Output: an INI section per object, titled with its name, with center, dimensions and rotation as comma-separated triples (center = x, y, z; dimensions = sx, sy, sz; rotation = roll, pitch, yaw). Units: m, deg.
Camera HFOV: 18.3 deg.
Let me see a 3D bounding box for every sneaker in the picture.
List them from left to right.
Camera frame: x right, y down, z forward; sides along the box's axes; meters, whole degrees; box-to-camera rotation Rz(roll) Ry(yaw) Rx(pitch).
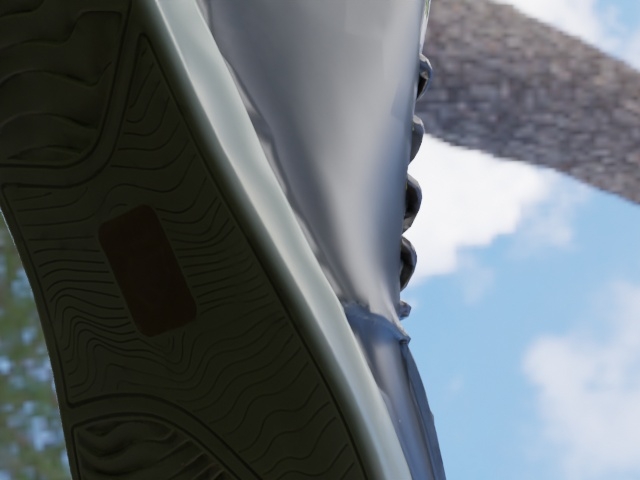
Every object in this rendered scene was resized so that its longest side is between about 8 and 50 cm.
[sneaker]
center = 0.000, 0.000, 0.434
dimensions = 0.083, 0.118, 0.222
rotation = -14, -82, 38
